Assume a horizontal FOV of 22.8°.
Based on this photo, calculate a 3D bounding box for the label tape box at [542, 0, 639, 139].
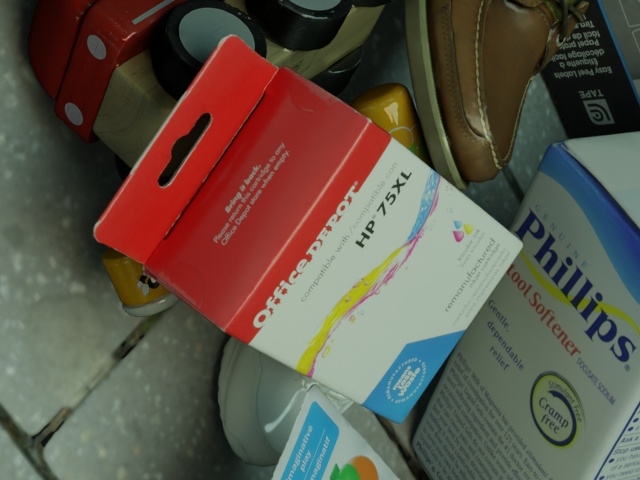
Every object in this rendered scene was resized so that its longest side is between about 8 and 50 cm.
[{"bbox_3d":[0.324,-0.083,1.222,0.106,0.240,0.334,-43,116,-36],"label":"label tape box"}]

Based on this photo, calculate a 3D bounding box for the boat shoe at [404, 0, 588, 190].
[{"bbox_3d":[0.121,-0.168,1.053,0.111,0.104,0.307,63,26,-50],"label":"boat shoe"}]

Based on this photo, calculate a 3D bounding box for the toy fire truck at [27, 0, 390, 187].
[{"bbox_3d":[-0.092,-0.184,0.926,0.246,0.158,0.217,43,51,10],"label":"toy fire truck"}]

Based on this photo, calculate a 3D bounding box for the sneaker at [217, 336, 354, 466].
[{"bbox_3d":[0.027,0.055,1.025,0.232,0.115,0.090,-49,120,-33],"label":"sneaker"}]

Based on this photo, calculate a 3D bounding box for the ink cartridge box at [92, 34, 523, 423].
[{"bbox_3d":[0.000,0.000,0.868,0.134,0.078,0.231,-56,141,1],"label":"ink cartridge box"}]

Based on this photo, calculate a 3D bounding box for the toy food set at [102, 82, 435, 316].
[{"bbox_3d":[-0.033,0.000,0.975,0.232,0.111,0.104,-36,113,-33],"label":"toy food set"}]

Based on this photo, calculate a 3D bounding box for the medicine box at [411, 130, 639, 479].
[{"bbox_3d":[0.242,0.075,1.074,0.263,0.149,0.289,-7,135,-32],"label":"medicine box"}]

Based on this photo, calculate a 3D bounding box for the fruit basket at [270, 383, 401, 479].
[{"bbox_3d":[0.017,0.308,0.942,0.327,0.165,0.353,-64,147,-24],"label":"fruit basket"}]
